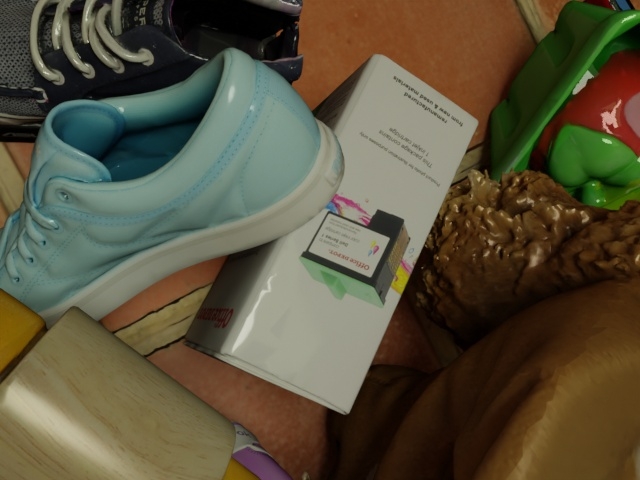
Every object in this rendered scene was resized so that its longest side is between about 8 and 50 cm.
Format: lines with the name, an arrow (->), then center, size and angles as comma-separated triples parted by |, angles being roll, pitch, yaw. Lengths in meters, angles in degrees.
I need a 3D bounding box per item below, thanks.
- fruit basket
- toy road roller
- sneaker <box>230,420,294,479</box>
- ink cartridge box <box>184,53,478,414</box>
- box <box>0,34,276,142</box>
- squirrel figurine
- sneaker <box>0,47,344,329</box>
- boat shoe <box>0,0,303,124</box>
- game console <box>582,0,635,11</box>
fruit basket -> 0.378, -0.045, 0.642 | 0.393, 0.282, 0.391 | 18, 38, -15
toy road roller -> -0.218, 0.204, 0.402 | 0.202, 0.330, 0.240 | 41, 51, -12
sneaker -> -0.063, 0.290, 0.571 | 0.102, 0.161, 0.281 | -15, 122, -30
ink cartridge box -> 0.000, 0.000, 0.565 | 0.117, 0.201, 0.278 | 30, 75, -14
box -> -0.179, -0.204, 0.598 | 0.270, 0.060, 0.216 | -1, 86, -20
squirrel figurine -> 0.159, 0.136, 0.525 | 0.281, 0.370, 0.396 | 32, 70, -17
sneaker -> -0.174, -0.038, 0.459 | 0.366, 0.135, 0.150 | -25, 138, 14
boat shoe -> -0.174, -0.163, 0.479 | 0.341, 0.158, 0.127 | -2, 85, -20
game console -> 0.425, -0.283, 0.817 | 0.085, 0.124, 0.144 | -35, 97, 7
